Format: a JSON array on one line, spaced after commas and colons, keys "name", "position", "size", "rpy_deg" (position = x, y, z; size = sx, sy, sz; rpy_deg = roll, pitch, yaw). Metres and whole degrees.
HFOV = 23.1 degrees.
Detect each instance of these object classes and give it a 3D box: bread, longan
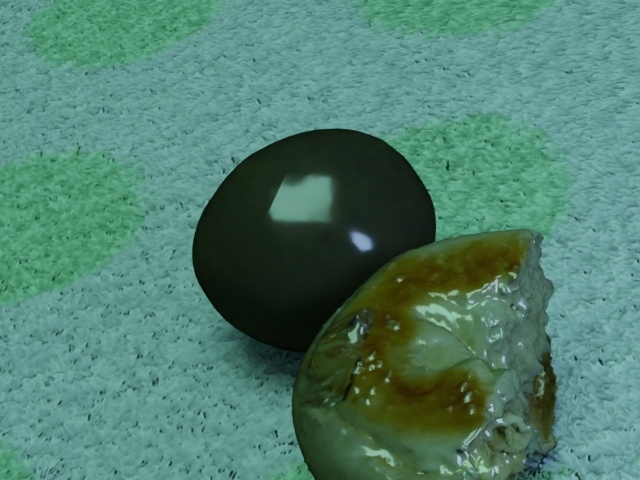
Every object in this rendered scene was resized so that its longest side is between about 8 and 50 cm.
[{"name": "bread", "position": [0.078, 0.131, 1.177], "size": [0.192, 0.171, 0.314], "rpy_deg": [-7, 36, 14]}, {"name": "longan", "position": [0.000, 0.000, 1.362], "size": [0.220, 0.196, 0.196], "rpy_deg": [-23, 37, -21]}]
